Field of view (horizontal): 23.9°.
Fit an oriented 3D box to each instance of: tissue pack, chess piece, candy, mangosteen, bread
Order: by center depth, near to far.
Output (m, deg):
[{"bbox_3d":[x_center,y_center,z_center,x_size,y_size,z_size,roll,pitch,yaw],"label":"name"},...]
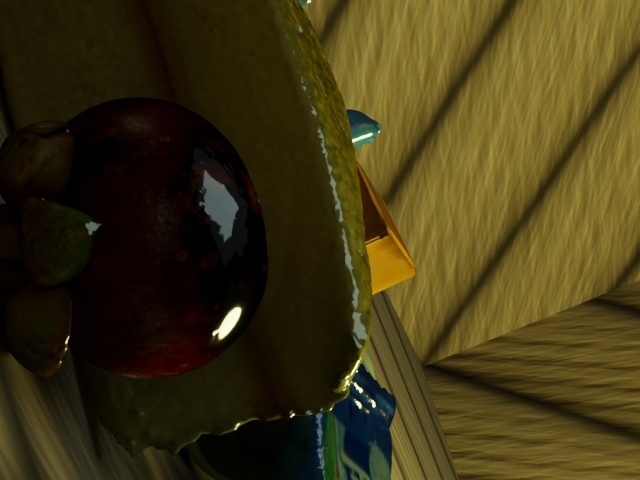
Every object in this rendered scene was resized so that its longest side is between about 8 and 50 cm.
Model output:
[{"bbox_3d":[-0.130,0.000,0.950,0.200,0.200,0.199,-22,90,-84],"label":"mangosteen"},{"bbox_3d":[-0.097,-0.051,1.089,0.361,0.233,0.245,-104,170,-52],"label":"bread"},{"bbox_3d":[-0.002,0.244,1.127,0.187,0.077,0.331,49,48,-62],"label":"candy"},{"bbox_3d":[-0.056,0.068,1.343,0.298,0.176,0.175,-106,171,-53],"label":"chess piece"},{"bbox_3d":[0.000,0.000,2.026,0.145,0.194,0.274,65,4,16],"label":"tissue pack"}]

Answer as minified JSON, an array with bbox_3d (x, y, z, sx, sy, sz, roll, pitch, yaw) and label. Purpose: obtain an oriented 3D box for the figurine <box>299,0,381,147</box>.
[{"bbox_3d":[-0.103,-0.146,1.509,0.416,0.298,0.243,51,51,-63],"label":"figurine"}]
